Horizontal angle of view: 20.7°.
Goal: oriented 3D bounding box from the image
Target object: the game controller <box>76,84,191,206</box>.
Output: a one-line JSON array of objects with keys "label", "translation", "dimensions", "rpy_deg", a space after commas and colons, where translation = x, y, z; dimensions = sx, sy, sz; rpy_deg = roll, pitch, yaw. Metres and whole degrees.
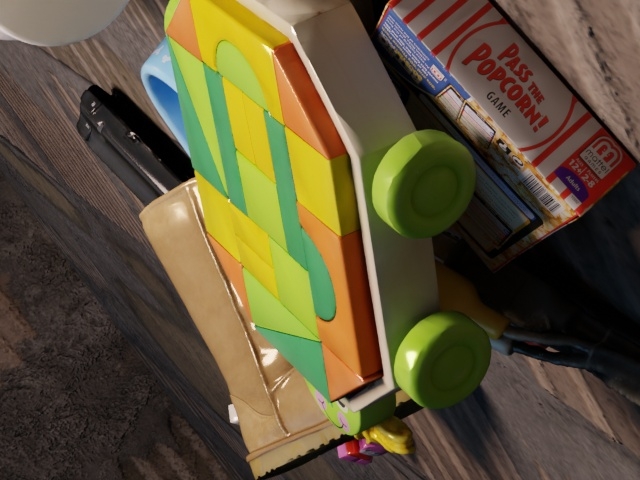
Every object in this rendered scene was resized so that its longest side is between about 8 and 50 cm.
[{"label": "game controller", "translation": [-0.134, -0.035, 1.840], "dimensions": [0.319, 0.067, 0.166], "rpy_deg": [46, -178, 19]}]

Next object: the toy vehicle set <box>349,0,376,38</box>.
[{"label": "toy vehicle set", "translation": [-0.041, -0.196, 1.027], "dimensions": [0.166, 0.035, 0.267], "rpy_deg": [44, 167, 23]}]

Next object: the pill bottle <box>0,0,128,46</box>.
[{"label": "pill bottle", "translation": [-0.253, -0.243, 1.344], "dimensions": [0.283, 0.160, 0.160], "rpy_deg": [31, 158, 55]}]

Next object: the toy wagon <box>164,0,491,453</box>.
[{"label": "toy wagon", "translation": [0.000, 0.000, 1.045], "dimensions": [0.267, 0.068, 0.344], "rpy_deg": [41, 148, 49]}]

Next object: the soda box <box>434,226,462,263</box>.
[{"label": "soda box", "translation": [0.059, 0.000, 1.221], "dimensions": [0.063, 0.058, 0.183], "rpy_deg": [44, 168, 23]}]

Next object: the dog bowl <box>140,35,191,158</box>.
[{"label": "dog bowl", "translation": [-0.034, -0.051, 1.359], "dimensions": [0.297, 0.074, 0.166], "rpy_deg": [55, 167, -28]}]

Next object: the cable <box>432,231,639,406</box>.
[{"label": "cable", "translation": [0.150, 0.074, 1.075], "dimensions": [0.287, 0.072, 0.139], "rpy_deg": [35, -178, 37]}]

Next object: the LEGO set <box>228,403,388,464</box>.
[{"label": "LEGO set", "translation": [0.009, 0.160, 1.827], "dimensions": [0.227, 0.093, 0.087], "rpy_deg": [24, -131, -48]}]

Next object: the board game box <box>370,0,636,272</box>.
[{"label": "board game box", "translation": [0.084, -0.062, 0.973], "dimensions": [0.147, 0.045, 0.193], "rpy_deg": [49, 168, 2]}]

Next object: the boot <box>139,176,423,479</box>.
[{"label": "boot", "translation": [-0.026, 0.050, 1.536], "dimensions": [0.089, 0.236, 0.270], "rpy_deg": [-4, -111, -61]}]
